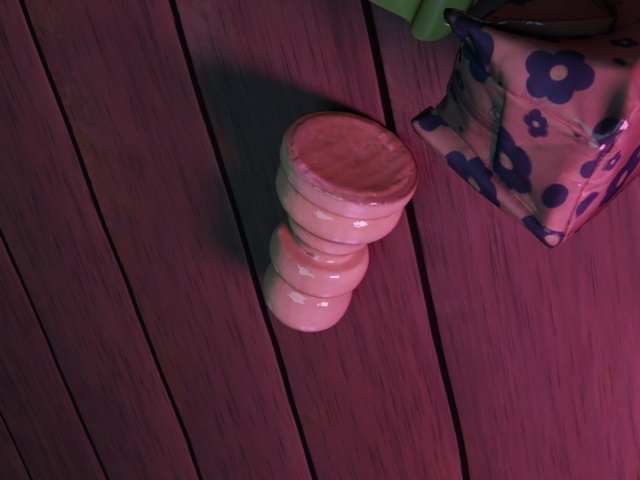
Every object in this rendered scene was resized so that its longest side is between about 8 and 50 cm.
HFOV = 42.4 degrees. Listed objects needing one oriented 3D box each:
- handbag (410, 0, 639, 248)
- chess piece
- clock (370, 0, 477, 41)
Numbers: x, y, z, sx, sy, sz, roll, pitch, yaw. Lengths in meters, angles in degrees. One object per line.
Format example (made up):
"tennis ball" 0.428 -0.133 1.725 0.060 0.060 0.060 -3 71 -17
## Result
"handbag" 0.222 -0.139 0.755 0.193 0.251 0.190 39 140 20
"chess piece" 0.000 0.000 1.050 0.167 0.167 0.300 32 135 13
"clock" 0.036 -0.348 0.795 0.308 0.096 0.235 23 132 0
